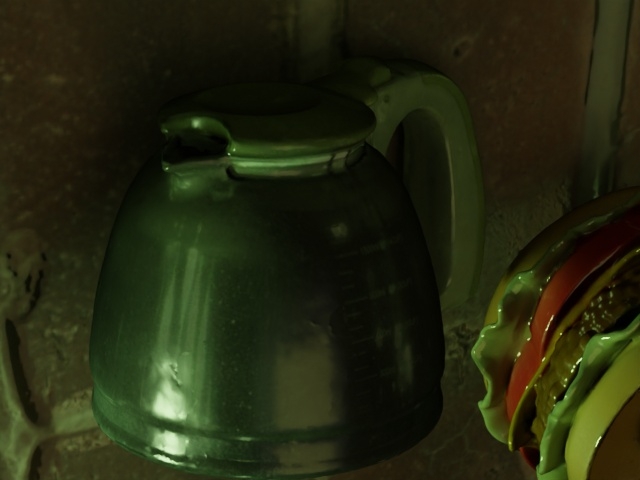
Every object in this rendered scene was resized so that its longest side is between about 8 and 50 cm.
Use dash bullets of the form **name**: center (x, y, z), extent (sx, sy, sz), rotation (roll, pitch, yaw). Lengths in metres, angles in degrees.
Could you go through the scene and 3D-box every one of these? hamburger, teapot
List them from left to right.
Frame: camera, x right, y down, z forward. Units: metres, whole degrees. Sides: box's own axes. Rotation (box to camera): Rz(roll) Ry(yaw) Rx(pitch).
- **teapot**: center (0.005, 0.008, 1.310), extent (0.321, 0.239, 0.239), rotation (-6, 112, -21)
- **hamburger**: center (0.250, 0.083, 1.517), extent (0.274, 0.212, 0.274), rotation (-18, 133, -20)
